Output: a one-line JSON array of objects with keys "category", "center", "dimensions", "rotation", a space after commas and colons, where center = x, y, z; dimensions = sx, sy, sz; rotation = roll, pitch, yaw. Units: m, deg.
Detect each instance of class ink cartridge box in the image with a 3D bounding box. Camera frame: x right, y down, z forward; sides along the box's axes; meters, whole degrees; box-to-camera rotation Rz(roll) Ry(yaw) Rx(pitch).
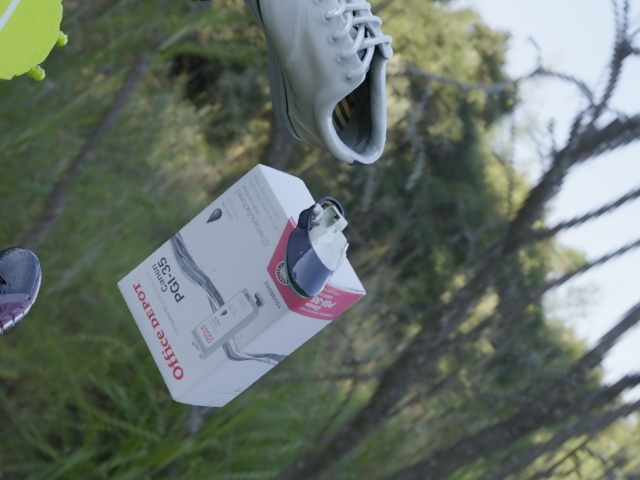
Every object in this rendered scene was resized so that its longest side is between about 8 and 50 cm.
[{"category": "ink cartridge box", "center": [-0.111, 0.067, 1.938], "dimensions": [0.117, 0.283, 0.207], "rotation": [17, 38, -58]}]

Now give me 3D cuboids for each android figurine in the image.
[{"category": "android figurine", "center": [-0.465, -0.328, 1.946], "dimensions": [0.273, 0.248, 0.056], "rotation": [37, -19, -31]}]

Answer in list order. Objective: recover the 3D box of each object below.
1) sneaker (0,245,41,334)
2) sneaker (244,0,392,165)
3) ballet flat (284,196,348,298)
[{"category": "sneaker", "center": [-0.508, 0.079, 2.098], "dimensions": [0.106, 0.281, 0.162], "rotation": [29, -37, 10]}, {"category": "sneaker", "center": [0.008, -0.155, 1.005], "dimensions": [0.091, 0.094, 0.258], "rotation": [32, -24, 28]}, {"category": "ballet flat", "center": [0.000, 0.000, 1.746], "dimensions": [0.074, 0.074, 0.203], "rotation": [53, 18, -17]}]
